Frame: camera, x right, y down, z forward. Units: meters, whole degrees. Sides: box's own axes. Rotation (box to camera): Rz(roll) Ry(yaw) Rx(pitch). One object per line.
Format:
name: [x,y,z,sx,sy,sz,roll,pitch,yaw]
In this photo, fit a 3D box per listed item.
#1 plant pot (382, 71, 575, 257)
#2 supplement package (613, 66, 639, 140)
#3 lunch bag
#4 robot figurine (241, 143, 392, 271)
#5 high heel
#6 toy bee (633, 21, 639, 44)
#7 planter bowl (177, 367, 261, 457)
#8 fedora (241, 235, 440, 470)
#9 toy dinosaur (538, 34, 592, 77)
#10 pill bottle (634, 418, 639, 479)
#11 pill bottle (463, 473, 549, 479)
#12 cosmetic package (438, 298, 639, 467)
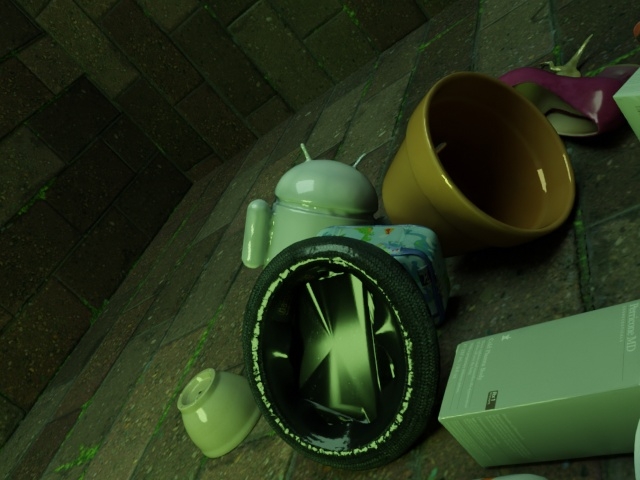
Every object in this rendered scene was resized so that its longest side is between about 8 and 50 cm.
plant pot: [0.236,-0.100,1.069,0.203,0.291,0.290,-41,13,53]
supplement package: [0.558,-0.241,0.977,0.179,0.105,0.105,-46,21,-9]
lunch bag: [0.096,0.064,1.054,0.219,0.176,0.090,0,39,24]
robot figurine: [0.000,0.000,1.234,0.200,0.300,0.353,-157,73,-65]
high heel: [0.401,-0.246,1.221,0.181,0.127,0.377,-42,21,-30]
toy bee: [0.648,-0.385,1.041,0.195,0.162,0.298,-24,-18,-4]
planter bowl: [-0.201,0.313,1.231,0.162,0.109,0.162,-35,22,17]
fedora: [0.045,0.151,0.941,0.334,0.333,0.153,-30,-7,28]
toy dinosaur: [0.514,-0.354,1.381,0.093,0.053,0.183,16,66,48]
pill bottle: [0.373,0.165,0.440,0.265,0.153,0.153,-20,30,46]
pill bottle: [0.040,0.346,0.576,0.392,0.224,0.224,-26,26,37]
cosmetic package: [0.264,0.162,0.713,0.238,0.107,0.127,-28,22,40]
